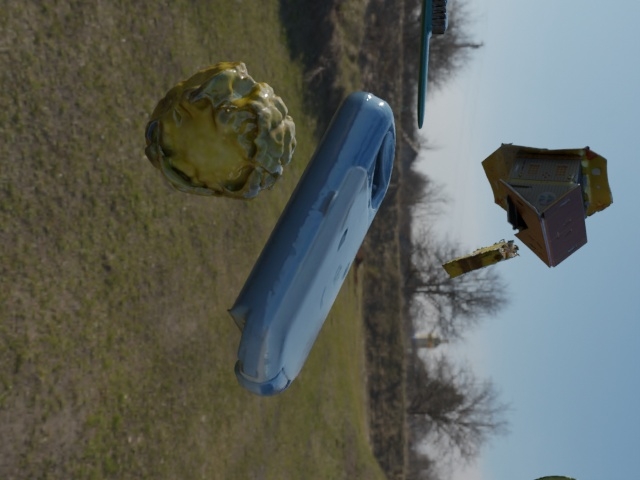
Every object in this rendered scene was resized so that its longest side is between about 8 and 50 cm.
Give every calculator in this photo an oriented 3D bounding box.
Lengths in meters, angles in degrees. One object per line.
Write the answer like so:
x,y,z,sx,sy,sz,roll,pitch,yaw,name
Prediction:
0.000,0.000,0.424,0.121,0.039,0.210,85,29,-68,calculator

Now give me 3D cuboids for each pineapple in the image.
0.144,0.015,0.565,0.083,0.045,0.019,-30,-98,61,pineapple

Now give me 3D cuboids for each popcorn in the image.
-0.160,-0.180,1.093,0.190,0.250,0.250,-11,98,-78,popcorn

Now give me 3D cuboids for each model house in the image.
0.361,-0.038,1.082,0.135,0.207,0.219,-65,146,-28,model house

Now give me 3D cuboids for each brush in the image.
0.128,-0.223,0.743,0.043,0.032,0.193,-6,98,-81,brush

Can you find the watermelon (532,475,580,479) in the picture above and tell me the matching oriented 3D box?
0.204,0.255,0.549,0.062,0.106,0.105,58,26,-49,watermelon
